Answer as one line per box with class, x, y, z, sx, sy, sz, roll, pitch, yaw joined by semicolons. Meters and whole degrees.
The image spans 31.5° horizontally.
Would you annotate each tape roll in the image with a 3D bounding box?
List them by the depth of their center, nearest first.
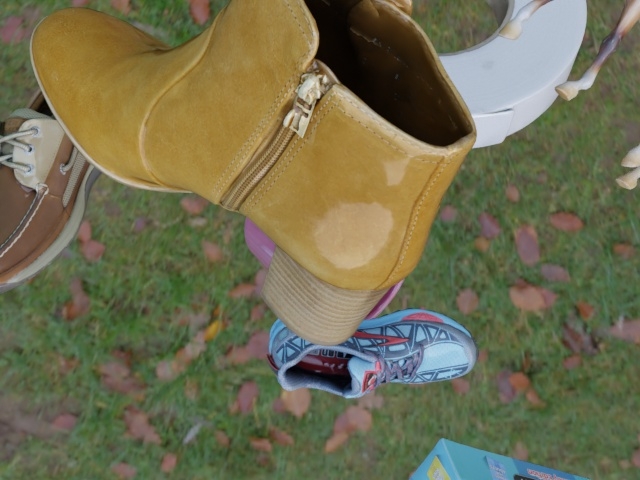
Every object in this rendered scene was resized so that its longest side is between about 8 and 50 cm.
tape roll;0.131;-0.284;1.396;0.392;0.392;0.072;7;149;0

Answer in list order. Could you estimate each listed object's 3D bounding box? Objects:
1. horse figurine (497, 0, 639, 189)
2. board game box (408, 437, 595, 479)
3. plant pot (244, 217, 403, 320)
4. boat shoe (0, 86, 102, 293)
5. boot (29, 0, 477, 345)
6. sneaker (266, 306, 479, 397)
horse figurine;0.244;-0.141;0.800;0.174;0.066;0.263;-48;121;-1
board game box;0.231;0.405;1.486;0.336;0.079;0.254;19;119;-28
plant pot;0.000;0.000;1.565;0.180;0.201;0.201;28;131;41
boat shoe;-0.307;-0.087;1.219;0.122;0.324;0.120;1;135;26
boot;-0.046;-0.094;0.611;0.295;0.104;0.211;45;144;17
sneaker;0.064;0.155;1.393;0.261;0.125;0.104;0;118;4
